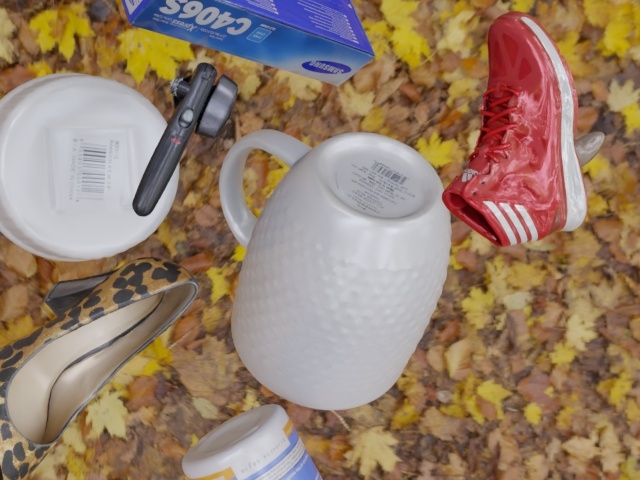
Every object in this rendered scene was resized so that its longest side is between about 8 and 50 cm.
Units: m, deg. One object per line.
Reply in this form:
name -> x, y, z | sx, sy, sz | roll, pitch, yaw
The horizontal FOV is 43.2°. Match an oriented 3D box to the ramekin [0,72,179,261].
ramekin -> -0.334, -0.102, 1.136 | 0.277, 0.135, 0.277 | -2, 95, -27

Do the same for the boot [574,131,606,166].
boot -> 0.384, -0.135, 1.272 | 0.087, 0.118, 0.042 | 4, 50, -51

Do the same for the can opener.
can opener -> -0.157, -0.110, 0.885 | 0.073, 0.059, 0.186 | 29, 83, -8

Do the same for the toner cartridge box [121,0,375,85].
toner cartridge box -> -0.089, -0.301, 0.968 | 0.347, 0.075, 0.165 | 4, 60, -49

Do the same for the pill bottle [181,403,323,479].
pill bottle -> -0.053, 0.366, 1.053 | 0.152, 0.152, 0.272 | -29, 95, -18

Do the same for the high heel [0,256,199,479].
high heel -> -0.219, 0.125, 0.742 | 0.093, 0.186, 0.261 | 54, 38, -39

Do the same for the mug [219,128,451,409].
mug -> 0.000, 0.000, 1.120 | 0.374, 0.328, 0.276 | 40, 49, 20

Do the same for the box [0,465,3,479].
box -> -0.184, 0.143, 0.378 | 0.052, 0.062, 0.083 | -30, 67, 21

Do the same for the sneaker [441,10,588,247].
sneaker -> 0.172, -0.098, 0.765 | 0.128, 0.087, 0.221 | -20, 96, -20
